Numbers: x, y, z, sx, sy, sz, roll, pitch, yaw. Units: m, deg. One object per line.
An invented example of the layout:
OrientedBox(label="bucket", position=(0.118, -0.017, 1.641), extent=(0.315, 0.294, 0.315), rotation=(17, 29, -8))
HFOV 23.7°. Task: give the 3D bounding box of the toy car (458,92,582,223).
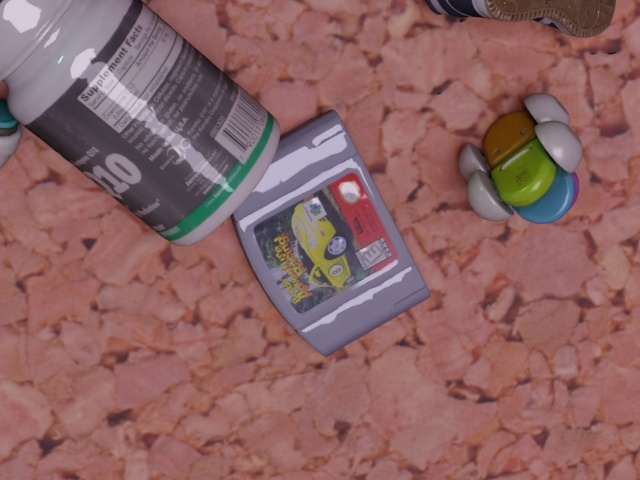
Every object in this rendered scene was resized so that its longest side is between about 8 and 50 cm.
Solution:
OrientedBox(label="toy car", position=(0.277, -0.089, 1.986), extent=(0.159, 0.182, 0.136), rotation=(-38, 117, 17))

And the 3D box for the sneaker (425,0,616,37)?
OrientedBox(label="sneaker", position=(0.252, -0.325, 1.970), extent=(0.282, 0.153, 0.099), rotation=(-2, 104, -45))

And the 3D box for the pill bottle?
OrientedBox(label="pill bottle", position=(-0.240, -0.175, 1.820), extent=(0.361, 0.204, 0.204), rotation=(40, 92, -19))

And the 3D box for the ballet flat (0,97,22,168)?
OrientedBox(label="ballet flat", position=(-0.557, -0.153, 1.797), extent=(0.400, 0.139, 0.139), rotation=(19, 99, -18))

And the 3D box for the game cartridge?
OrientedBox(label="game cartridge", position=(0.000, 0.000, 2.006), extent=(0.196, 0.060, 0.294), rotation=(-29, 109, -1))
